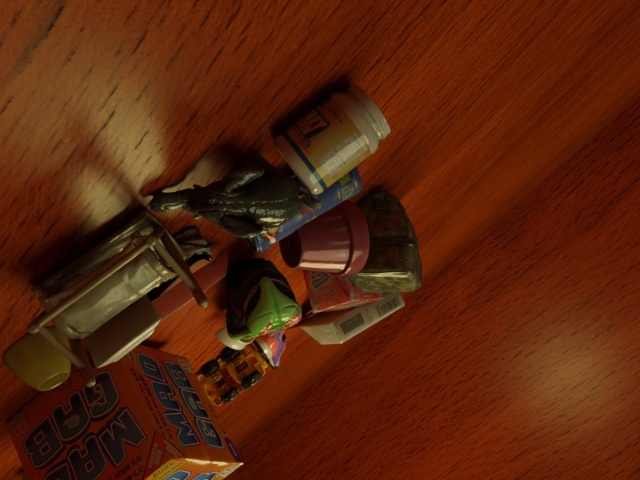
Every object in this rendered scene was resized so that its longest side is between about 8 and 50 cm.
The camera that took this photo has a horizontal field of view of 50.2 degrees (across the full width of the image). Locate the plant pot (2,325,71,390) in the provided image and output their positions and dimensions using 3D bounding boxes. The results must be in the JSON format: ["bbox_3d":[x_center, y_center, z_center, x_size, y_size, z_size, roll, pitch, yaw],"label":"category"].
[{"bbox_3d":[-0.583,0.260,1.441,0.134,0.095,0.134,-32,161,-13],"label":"plant pot"}]

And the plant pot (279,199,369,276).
[{"bbox_3d":[0.000,0.000,1.770,0.180,0.201,0.201,-7,148,-30],"label":"plant pot"}]

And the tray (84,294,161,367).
[{"bbox_3d":[-0.396,0.161,1.349,0.145,0.030,0.270,-39,-152,-12],"label":"tray"}]

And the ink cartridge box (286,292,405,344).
[{"bbox_3d":[0.084,0.286,2.543,0.308,0.091,0.385,-27,-177,-30],"label":"ink cartridge box"}]

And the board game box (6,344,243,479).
[{"bbox_3d":[-0.491,0.518,1.748,0.356,0.356,0.356,-39,152,6],"label":"board game box"}]

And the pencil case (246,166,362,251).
[{"bbox_3d":[-0.057,-0.089,1.526,0.306,0.119,0.133,-31,-163,-20],"label":"pencil case"}]

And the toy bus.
[{"bbox_3d":[-0.301,0.461,2.430,0.220,0.149,0.211,-37,178,5],"label":"toy bus"}]

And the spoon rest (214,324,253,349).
[{"bbox_3d":[-0.229,0.282,2.128,0.137,0.084,0.276,-36,172,19],"label":"spoon rest"}]

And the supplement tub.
[{"bbox_3d":[0.024,-0.202,1.359,0.200,0.144,0.144,-38,162,0],"label":"supplement tub"}]

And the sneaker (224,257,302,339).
[{"bbox_3d":[-0.163,0.151,1.823,0.185,0.202,0.483,-14,173,-20],"label":"sneaker"}]

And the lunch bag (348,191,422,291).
[{"bbox_3d":[0.196,0.010,2.056,0.213,0.255,0.305,1,165,14],"label":"lunch bag"}]

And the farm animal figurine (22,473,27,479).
[{"bbox_3d":[-0.696,0.736,2.119,0.327,0.330,0.172,-40,-168,0],"label":"farm animal figurine"}]

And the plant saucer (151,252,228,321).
[{"bbox_3d":[-0.328,0.134,1.512,0.258,0.047,0.259,-34,-178,13],"label":"plant saucer"}]

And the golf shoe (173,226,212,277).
[{"bbox_3d":[-0.317,0.045,1.428,0.186,0.086,0.067,-29,162,-19],"label":"golf shoe"}]

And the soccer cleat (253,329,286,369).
[{"bbox_3d":[-0.170,0.397,2.548,0.116,0.108,0.318,-38,160,-11],"label":"soccer cleat"}]

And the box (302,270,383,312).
[{"bbox_3d":[0.078,0.141,2.240,0.142,0.154,0.300,-19,169,23],"label":"box"}]

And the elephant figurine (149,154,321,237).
[{"bbox_3d":[-0.160,-0.071,1.295,0.186,0.169,0.239,-41,166,30],"label":"elephant figurine"}]

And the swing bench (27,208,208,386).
[{"bbox_3d":[-0.371,0.083,1.238,0.253,0.255,0.165,-37,118,-5],"label":"swing bench"}]
